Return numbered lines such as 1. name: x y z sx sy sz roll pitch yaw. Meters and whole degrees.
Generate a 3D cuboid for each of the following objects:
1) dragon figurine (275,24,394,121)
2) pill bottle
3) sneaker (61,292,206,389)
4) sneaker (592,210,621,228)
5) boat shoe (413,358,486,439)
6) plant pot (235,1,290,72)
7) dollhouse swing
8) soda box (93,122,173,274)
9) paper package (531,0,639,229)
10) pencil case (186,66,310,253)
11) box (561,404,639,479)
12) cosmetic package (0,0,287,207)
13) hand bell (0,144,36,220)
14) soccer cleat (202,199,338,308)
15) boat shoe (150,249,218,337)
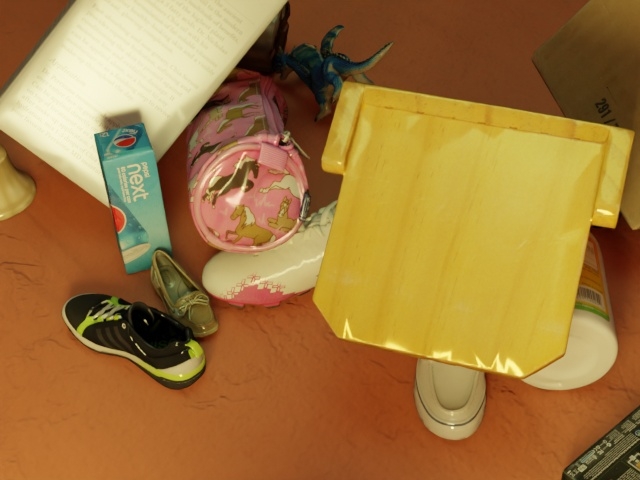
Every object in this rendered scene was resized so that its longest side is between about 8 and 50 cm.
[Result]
1. dragon figurine: 0.009 -0.283 1.886 0.085 0.289 0.144 -28 86 -22
2. pill bottle: 0.300 0.059 1.543 0.136 0.136 0.246 0 42 4
3. sneaker: -0.239 0.105 1.553 0.234 0.097 0.084 22 48 25
4. sneaker: 0.402 -0.112 1.764 0.132 0.086 0.229 -19 44 -20
5. boat shoe: 0.163 0.130 1.511 0.095 0.084 0.258 -1 42 2
6. plant pot: -0.144 -0.361 2.018 0.165 0.167 0.167 12 44 6
7. dollhouse swing: 0.184 -0.013 1.479 0.346 0.305 0.315 11 3 13
8. soda box: -0.254 -0.054 1.643 0.071 0.210 0.067 -14 44 -11
9. paper package: 0.495 -0.214 1.637 0.168 0.309 0.325 7 49 -47
10. pencil case: -0.108 -0.123 1.676 0.167 0.160 0.386 -14 24 -2
11. box: 0.405 0.277 1.370 0.190 0.045 0.184 -32 52 -29
12. cosmetic package: -0.244 -0.296 1.704 0.453 0.230 0.161 -49 19 8
13. hand bell: -0.500 -0.157 1.746 0.126 0.242 0.126 -1 43 1
14. soccer cleat: 0.000 0.000 1.620 0.331 0.143 0.116 -7 43 -4
15. boat shoe: -0.188 0.073 1.621 0.056 0.048 0.153 -22 46 -19
